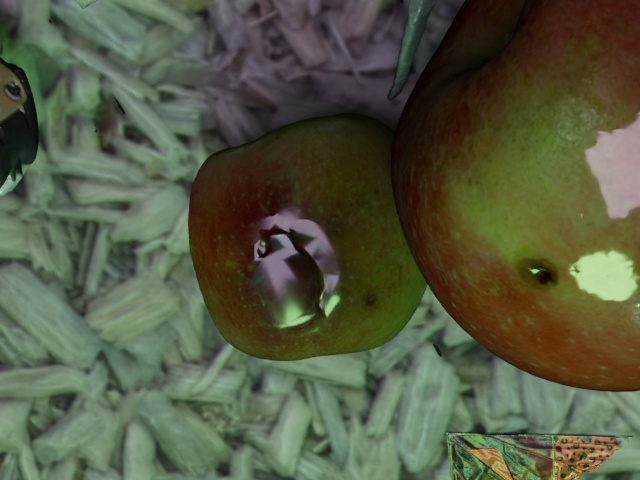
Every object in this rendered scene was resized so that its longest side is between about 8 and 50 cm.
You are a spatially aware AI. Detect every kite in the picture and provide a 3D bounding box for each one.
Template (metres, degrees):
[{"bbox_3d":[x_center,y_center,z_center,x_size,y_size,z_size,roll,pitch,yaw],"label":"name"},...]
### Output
[{"bbox_3d":[0.161,0.213,1.251,0.125,0.008,0.222,40,111,-9],"label":"kite"}]

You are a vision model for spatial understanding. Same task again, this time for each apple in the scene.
[{"bbox_3d":[0.000,0.000,1.082,0.207,0.174,0.188,-16,94,-33],"label":"apple"},{"bbox_3d":[0.213,-0.068,0.945,0.277,0.348,0.348,35,112,-12],"label":"apple"}]

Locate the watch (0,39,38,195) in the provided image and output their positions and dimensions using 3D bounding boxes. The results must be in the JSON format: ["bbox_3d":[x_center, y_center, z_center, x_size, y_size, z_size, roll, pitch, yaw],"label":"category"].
[{"bbox_3d":[-0.365,-0.102,1.074,0.231,0.196,0.244,-33,108,26],"label":"watch"}]

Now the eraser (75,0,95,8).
[{"bbox_3d":[-0.193,-0.355,0.999,0.144,0.078,0.343,-21,111,15],"label":"eraser"}]

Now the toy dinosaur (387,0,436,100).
[{"bbox_3d":[0.086,-0.251,0.972,0.092,0.205,0.393,15,136,21],"label":"toy dinosaur"}]
